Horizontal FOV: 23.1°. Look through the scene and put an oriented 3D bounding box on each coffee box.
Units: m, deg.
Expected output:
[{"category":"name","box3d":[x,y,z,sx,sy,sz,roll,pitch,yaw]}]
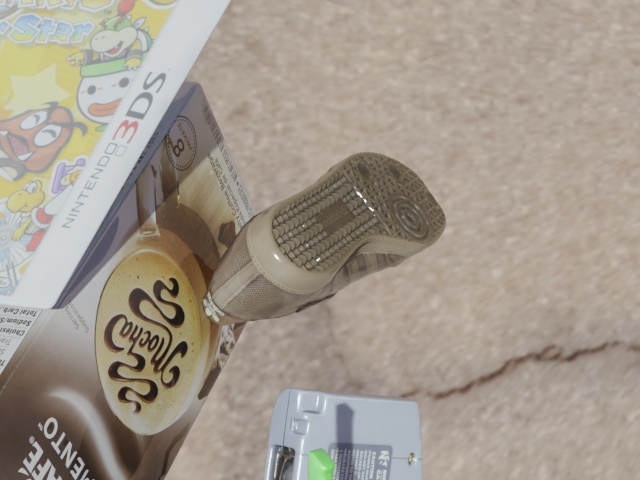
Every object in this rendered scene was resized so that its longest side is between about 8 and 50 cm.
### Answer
[{"category":"coffee box","box3d":[-0.153,0.059,0.960,0.119,0.297,0.168,3,136,27]}]

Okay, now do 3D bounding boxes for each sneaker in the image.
[{"category":"sneaker","box3d":[0.000,0.000,0.872,0.071,0.188,0.066,-37,79,31]}]

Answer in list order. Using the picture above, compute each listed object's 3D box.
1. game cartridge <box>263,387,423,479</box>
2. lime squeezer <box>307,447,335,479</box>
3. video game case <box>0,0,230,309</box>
[{"category":"game cartridge","box3d":[0.019,0.300,1.565,0.062,0.198,0.297,5,86,40]},{"category":"lime squeezer","box3d":[-0.024,0.299,1.097,0.110,0.059,0.310,36,125,24]},{"category":"video game case","box3d":[-0.173,-0.062,0.721,0.026,0.227,0.206,50,117,38]}]
